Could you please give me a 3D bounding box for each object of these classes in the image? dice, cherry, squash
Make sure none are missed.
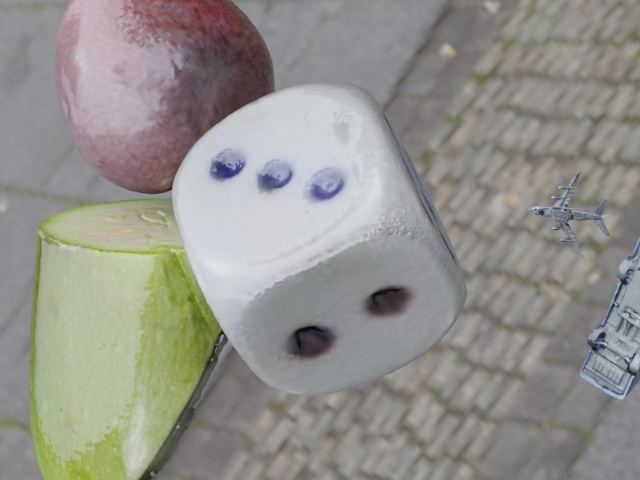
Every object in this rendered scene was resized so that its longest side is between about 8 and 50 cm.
[{"bbox_3d":[0.000,0.000,1.638,0.192,0.194,0.193,-24,48,7],"label":"dice"},{"bbox_3d":[-0.173,-0.171,2.054,0.206,0.239,0.239,112,176,-54],"label":"cherry"},{"bbox_3d":[-0.194,0.134,2.047,0.233,0.210,0.309,24,118,58],"label":"squash"}]

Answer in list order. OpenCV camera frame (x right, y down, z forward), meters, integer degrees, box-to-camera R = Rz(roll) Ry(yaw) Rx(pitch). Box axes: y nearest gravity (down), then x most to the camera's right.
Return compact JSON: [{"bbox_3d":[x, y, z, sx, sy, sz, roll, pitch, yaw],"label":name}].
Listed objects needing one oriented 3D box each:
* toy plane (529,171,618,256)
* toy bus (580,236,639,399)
[{"bbox_3d":[0.223,-0.024,1.775,0.084,0.078,0.024,4,16,29],"label":"toy plane"},{"bbox_3d":[0.259,0.053,1.586,0.061,0.051,0.153,-32,-33,-50],"label":"toy bus"}]
